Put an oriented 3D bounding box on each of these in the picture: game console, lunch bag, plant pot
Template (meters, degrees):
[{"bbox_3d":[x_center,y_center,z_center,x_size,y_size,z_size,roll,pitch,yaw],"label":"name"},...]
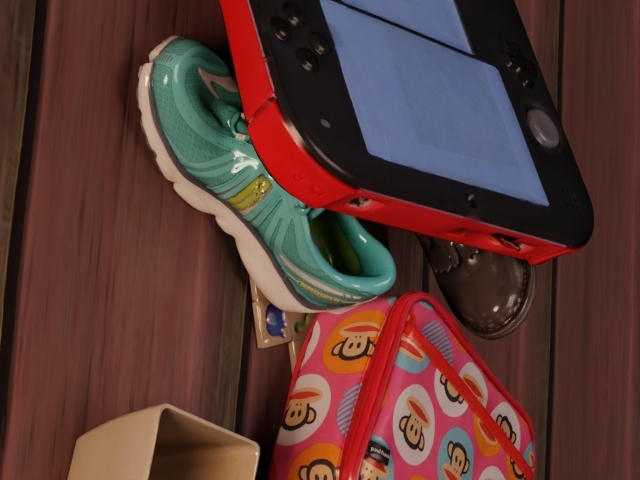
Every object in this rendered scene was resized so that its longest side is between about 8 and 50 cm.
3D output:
[{"bbox_3d":[0.067,-0.157,1.253,0.386,0.060,0.342,14,56,-46],"label":"game console"},{"bbox_3d":[0.082,0.180,1.328,0.293,0.120,0.258,50,47,-42],"label":"lunch bag"},{"bbox_3d":[-0.121,0.180,1.075,0.109,0.096,0.109,32,62,-46],"label":"plant pot"}]

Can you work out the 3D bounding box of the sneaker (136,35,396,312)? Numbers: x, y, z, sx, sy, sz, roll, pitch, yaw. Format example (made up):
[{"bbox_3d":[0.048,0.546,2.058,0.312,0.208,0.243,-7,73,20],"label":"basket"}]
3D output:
[{"bbox_3d":[-0.035,-0.053,1.194,0.275,0.110,0.107,50,55,-28],"label":"sneaker"}]

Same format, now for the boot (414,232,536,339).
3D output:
[{"bbox_3d":[0.063,-0.047,1.299,0.229,0.091,0.263,25,34,-50],"label":"boot"}]

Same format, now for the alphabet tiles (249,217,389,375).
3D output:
[{"bbox_3d":[0.000,0.000,1.327,0.198,0.009,0.237,-10,95,-53],"label":"alphabet tiles"}]
